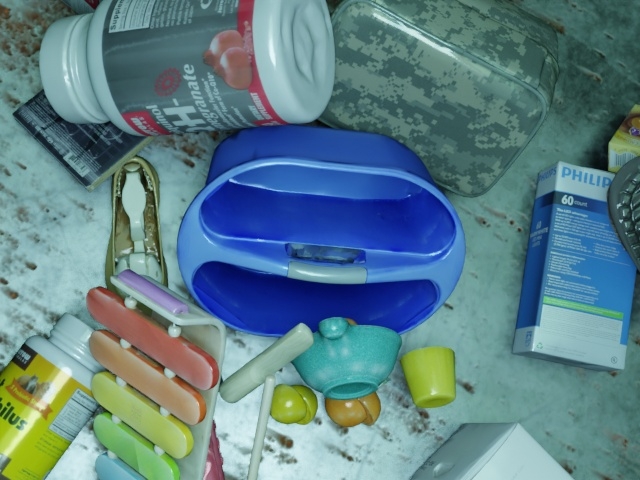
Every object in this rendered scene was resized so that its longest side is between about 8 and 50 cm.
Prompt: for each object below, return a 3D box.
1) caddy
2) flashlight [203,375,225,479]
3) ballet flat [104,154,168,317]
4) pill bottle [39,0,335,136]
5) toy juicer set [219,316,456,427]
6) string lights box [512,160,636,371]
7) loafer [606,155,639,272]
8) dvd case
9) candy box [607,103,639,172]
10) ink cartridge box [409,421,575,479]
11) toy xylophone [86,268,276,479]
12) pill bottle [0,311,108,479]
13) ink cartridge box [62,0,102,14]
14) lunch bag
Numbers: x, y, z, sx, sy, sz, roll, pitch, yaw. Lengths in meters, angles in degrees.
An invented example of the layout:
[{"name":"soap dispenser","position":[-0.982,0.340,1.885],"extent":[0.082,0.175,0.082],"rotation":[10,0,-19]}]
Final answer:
[{"name":"caddy","position":[0.000,0.000,1.262],"extent":[0.341,0.179,0.241],"rotation":[5,119,-9]},{"name":"flashlight","position":[-0.135,0.274,1.280],"extent":[0.103,0.103,0.304],"rotation":[-9,83,-10]},{"name":"ballet flat","position":[-0.235,0.005,1.321],"extent":[0.080,0.073,0.232],"rotation":[-6,82,-9]},{"name":"pill bottle","position":[-0.157,-0.212,1.219],"extent":[0.318,0.176,0.176],"rotation":[-2,79,23]},{"name":"toy juicer set","position":[0.000,0.147,1.244],"extent":[0.329,0.209,0.090],"rotation":[24,49,-47]},{"name":"string lights box","position":[0.350,0.036,1.418],"extent":[0.133,0.077,0.260],"rotation":[13,79,-8]},{"name":"loafer","position":[0.487,0.034,1.393],"extent":[0.134,0.130,0.366],"rotation":[-40,108,2]},{"name":"dvd case","position":[-0.260,-0.181,1.343],"extent":[0.221,0.018,0.164],"rotation":[-43,65,-13]},{"name":"candy box","position":[0.495,-0.122,1.414],"extent":[0.186,0.053,0.109],"rotation":[15,44,31]},{"name":"ink cartridge box","position":[0.266,0.358,1.283],"extent":[0.283,0.207,0.117],"rotation":[46,75,-1]},{"name":"toy xylophone","position":[-0.165,0.192,1.169],"extent":[0.081,0.236,0.323],"rotation":[-18,119,-48]},{"name":"pill bottle","position":[-0.334,0.195,1.250],"extent":[0.117,0.117,0.215],"rotation":[35,77,-3]},{"name":"ink cartridge box","position":[-0.316,-0.389,1.343],"extent":[0.176,0.128,0.127],"rotation":[36,76,-3]},{"name":"lunch bag","position":[0.154,-0.239,1.360],"extent":[0.305,0.213,0.256],"rotation":[27,46,-4]}]
